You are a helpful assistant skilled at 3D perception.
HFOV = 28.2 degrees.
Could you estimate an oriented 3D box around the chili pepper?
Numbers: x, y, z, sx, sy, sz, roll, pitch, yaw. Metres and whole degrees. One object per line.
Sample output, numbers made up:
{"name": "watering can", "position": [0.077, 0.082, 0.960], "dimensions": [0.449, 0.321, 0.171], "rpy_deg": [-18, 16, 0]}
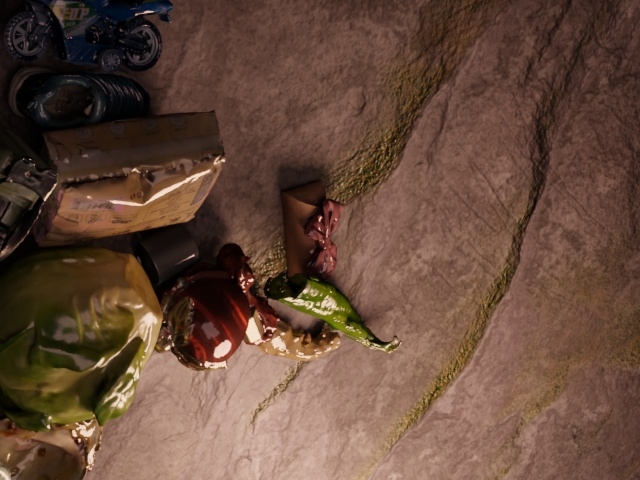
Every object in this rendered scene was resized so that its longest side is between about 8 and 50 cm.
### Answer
{"name": "chili pepper", "position": [0.025, 0.118, 2.142], "dimensions": [0.085, 0.076, 0.359], "rpy_deg": [-20, 153, 23]}

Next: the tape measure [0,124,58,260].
{"name": "tape measure", "position": [-0.460, -0.054, 1.687], "dimensions": [0.115, 0.235, 0.207], "rpy_deg": [34, 92, -37]}

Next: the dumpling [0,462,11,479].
{"name": "dumpling", "position": [-0.589, 0.283, 1.778], "dimensions": [0.212, 0.320, 0.270], "rpy_deg": [-21, 145, -40]}

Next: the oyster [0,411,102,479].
{"name": "oyster", "position": [-0.505, 0.339, 1.947], "dimensions": [0.361, 0.096, 0.221], "rpy_deg": [-40, 120, -8]}

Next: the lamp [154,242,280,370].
{"name": "lamp", "position": [-0.167, 0.126, 2.017], "dimensions": [0.223, 0.151, 0.215], "rpy_deg": [-27, 134, -16]}

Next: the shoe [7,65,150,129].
{"name": "shoe", "position": [-0.330, -0.191, 1.788], "dimensions": [0.207, 0.106, 0.091], "rpy_deg": [-2, 115, -38]}

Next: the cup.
{"name": "cup", "position": [-0.243, 0.008, 1.968], "dimensions": [0.077, 0.078, 0.100], "rpy_deg": [-30, 95, -24]}

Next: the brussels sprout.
{"name": "brussels sprout", "position": [-0.370, 0.142, 1.852], "dimensions": [0.294, 0.227, 0.259], "rpy_deg": [-37, 132, -1]}

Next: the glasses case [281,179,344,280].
{"name": "glasses case", "position": [0.000, 0.000, 2.115], "dimensions": [0.102, 0.070, 0.193], "rpy_deg": [-18, 122, -26]}

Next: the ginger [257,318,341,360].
{"name": "ginger", "position": [-0.046, 0.173, 2.190], "dimensions": [0.173, 0.051, 0.069], "rpy_deg": [13, 111, -41]}

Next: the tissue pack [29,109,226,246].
{"name": "tissue pack", "position": [-0.277, -0.084, 1.817], "dimensions": [0.256, 0.123, 0.215], "rpy_deg": [-9, 160, -27]}

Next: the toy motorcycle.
{"name": "toy motorcycle", "position": [-0.316, -0.305, 1.753], "dimensions": [0.254, 0.092, 0.135], "rpy_deg": [0, 104, -42]}
